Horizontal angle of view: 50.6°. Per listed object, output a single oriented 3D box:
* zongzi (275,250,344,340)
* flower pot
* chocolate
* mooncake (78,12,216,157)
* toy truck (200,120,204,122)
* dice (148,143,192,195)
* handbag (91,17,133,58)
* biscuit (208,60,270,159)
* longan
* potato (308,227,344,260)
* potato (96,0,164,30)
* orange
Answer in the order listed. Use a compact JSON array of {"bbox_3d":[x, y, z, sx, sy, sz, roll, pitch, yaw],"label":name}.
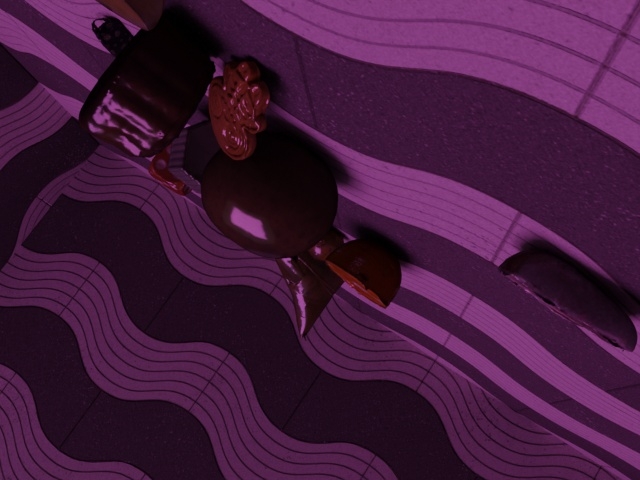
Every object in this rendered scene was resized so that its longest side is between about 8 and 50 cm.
[{"bbox_3d":[-0.110,0.145,2.559,0.447,0.418,0.181,26,-177,-39],"label":"zongzi"},{"bbox_3d":[-0.333,-0.256,2.047,0.190,0.239,0.209,14,125,66],"label":"flower pot"},{"bbox_3d":[0.517,0.116,1.399,0.303,0.100,0.185,36,180,5],"label":"chocolate"},{"bbox_3d":[-0.389,-0.343,1.538,0.187,0.323,0.324,36,170,-27],"label":"mooncake"},{"bbox_3d":[-0.369,-0.347,2.196,0.054,0.049,0.083,31,171,24],"label":"toy truck"},{"bbox_3d":[-0.570,-0.293,2.727,0.179,0.174,0.174,31,169,1],"label":"dice"},{"bbox_3d":[-0.578,-0.555,1.843,0.139,0.072,0.115,33,172,33],"label":"handbag"},{"bbox_3d":[-0.193,-0.297,1.547,0.289,0.044,0.201,-30,81,62],"label":"biscuit"},{"bbox_3d":[-0.129,-0.123,1.786,0.361,0.360,0.361,33,170,7],"label":"longan"},{"bbox_3d":[0.000,0.000,2.419,0.176,0.137,0.137,36,170,7],"label":"potato"},{"bbox_3d":[-0.437,-0.554,1.307,0.255,0.112,0.269,30,166,43],"label":"potato"},{"bbox_3d":[0.138,0.116,2.182,0.274,0.274,0.310,31,-156,17],"label":"orange"}]
